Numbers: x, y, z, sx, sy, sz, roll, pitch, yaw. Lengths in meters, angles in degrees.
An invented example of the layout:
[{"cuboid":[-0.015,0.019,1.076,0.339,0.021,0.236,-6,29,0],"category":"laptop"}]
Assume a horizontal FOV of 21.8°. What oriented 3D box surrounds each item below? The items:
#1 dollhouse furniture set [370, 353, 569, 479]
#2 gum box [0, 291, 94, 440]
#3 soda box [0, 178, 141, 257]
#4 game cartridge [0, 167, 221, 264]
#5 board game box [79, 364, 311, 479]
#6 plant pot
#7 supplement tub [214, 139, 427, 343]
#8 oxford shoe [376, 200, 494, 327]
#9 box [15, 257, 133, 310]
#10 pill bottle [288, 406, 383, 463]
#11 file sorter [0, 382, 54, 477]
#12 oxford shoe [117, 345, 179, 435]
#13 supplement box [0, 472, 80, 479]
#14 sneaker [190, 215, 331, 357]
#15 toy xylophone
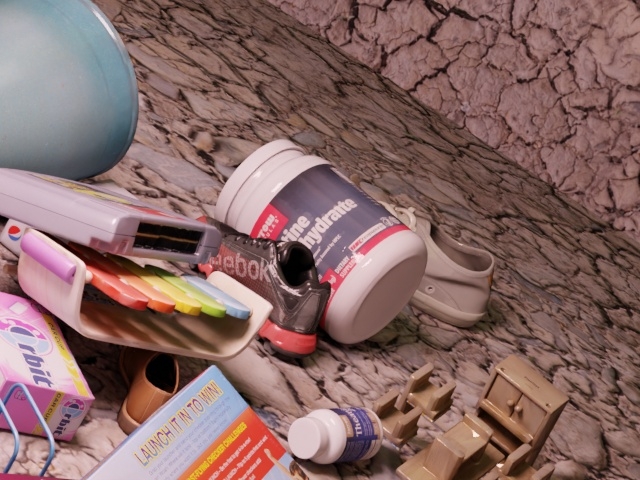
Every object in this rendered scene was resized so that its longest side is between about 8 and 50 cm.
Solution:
[{"cuboid":[0.190,0.278,2.129,0.212,0.161,0.242,39,43,21],"category":"dollhouse furniture set"},{"cuboid":[-0.328,0.126,1.777,0.107,0.062,0.188,17,23,-37],"category":"gum box"},{"cuboid":[-0.316,-0.023,2.137,0.069,0.074,0.216,36,20,15],"category":"soda box"},{"cuboid":[-0.257,-0.028,1.929,0.196,0.060,0.294,15,2,19],"category":"game cartridge"},{"cuboid":[-0.087,0.302,1.500,0.302,0.086,0.308,50,27,0],"category":"board game box"},{"cuboid":[-0.414,-0.167,2.084,0.272,0.271,0.255,37,38,17],"category":"plant pot"},{"cuboid":[0.000,0.000,2.368,0.272,0.191,0.191,40,21,23],"category":"supplement tub"},{"cuboid":[0.084,-0.009,2.614,0.449,0.130,0.169,25,22,-14],"category":"oxford shoe"},{"cuboid":[-0.298,0.064,2.023,0.137,0.027,0.094,19,25,-32],"category":"box"},{"cuboid":[0.017,0.236,2.009,0.067,0.067,0.120,43,23,31],"category":"pill bottle"},{"cuboid":[-0.350,0.189,1.536,0.170,0.104,0.118,14,26,-41],"category":"file sorter"},{"cuboid":[-0.188,0.150,1.912,0.076,0.076,0.212,24,19,-16],"category":"oxford shoe"},{"cuboid":[-0.282,0.268,1.477,0.188,0.080,0.104,13,26,-42],"category":"supplement box"},{"cuboid":[-0.081,0.034,2.256,0.098,0.135,0.276,5,31,-48],"category":"sneaker"},{"cuboid":[-0.224,0.055,1.901,0.236,0.081,0.323,28,9,34],"category":"toy xylophone"}]
